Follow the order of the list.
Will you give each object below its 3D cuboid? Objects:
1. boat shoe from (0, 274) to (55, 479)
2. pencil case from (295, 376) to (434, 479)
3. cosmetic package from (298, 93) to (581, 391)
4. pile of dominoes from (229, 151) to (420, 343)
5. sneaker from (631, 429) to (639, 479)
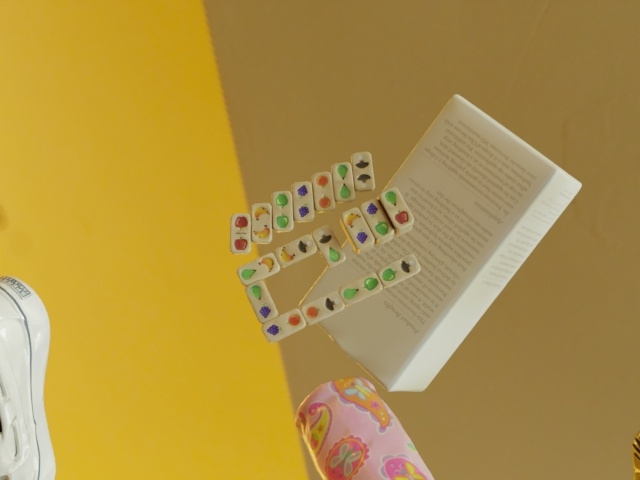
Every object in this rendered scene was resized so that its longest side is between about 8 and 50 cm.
[{"bbox_3d":[-0.289,0.153,0.912,0.095,0.084,0.258,18,-59,24],"label":"boat shoe"},{"bbox_3d":[0.075,0.296,1.287,0.284,0.124,0.124,54,-35,39],"label":"pencil case"},{"bbox_3d":[0.199,0.012,1.795,0.230,0.161,0.453,42,-78,26],"label":"cosmetic package"},{"bbox_3d":[0.000,0.000,1.459,0.196,0.251,0.040,63,-5,16],"label":"pile of dominoes"},{"bbox_3d":[0.432,0.253,1.225,0.087,0.130,0.227,57,-9,40],"label":"sneaker"}]
